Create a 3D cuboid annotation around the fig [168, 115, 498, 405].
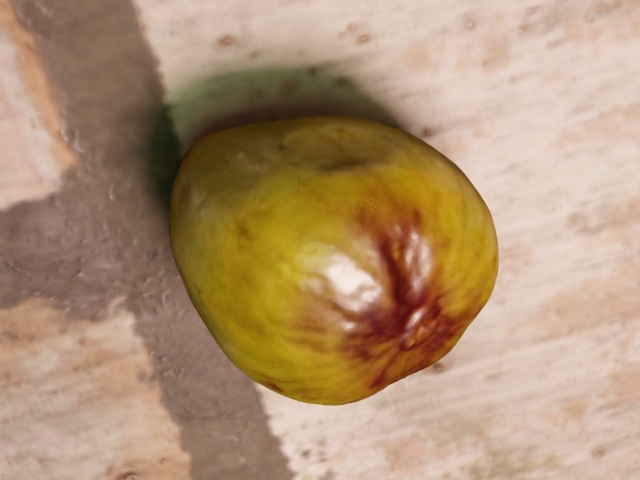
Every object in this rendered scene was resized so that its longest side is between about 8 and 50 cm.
[{"bbox_3d":[0.006,0.007,0.559,0.153,0.120,0.136,39,102,-27],"label":"fig"}]
